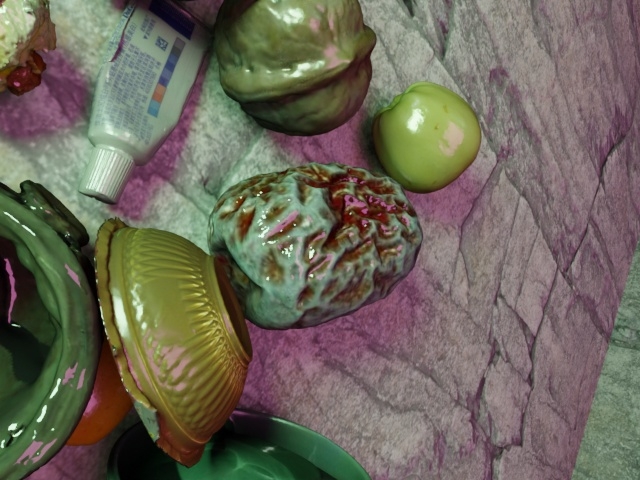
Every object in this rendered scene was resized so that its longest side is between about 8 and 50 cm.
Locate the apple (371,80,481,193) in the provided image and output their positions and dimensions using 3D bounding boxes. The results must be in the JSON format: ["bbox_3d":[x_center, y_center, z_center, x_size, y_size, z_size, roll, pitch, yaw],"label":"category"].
[{"bbox_3d":[0.191,-0.181,0.800,0.199,0.200,0.200,-5,98,-40],"label":"apple"}]

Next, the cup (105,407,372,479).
[{"bbox_3d":[-0.089,0.435,0.550,0.400,0.310,0.393,14,90,-39],"label":"cup"}]

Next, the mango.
[{"bbox_3d":[-0.250,0.143,0.521,0.102,0.084,0.184,38,60,-32],"label":"mango"}]

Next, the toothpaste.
[{"bbox_3d":[-0.217,-0.176,0.536,0.099,0.068,0.283,56,44,-64],"label":"toothpaste"}]

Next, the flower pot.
[{"bbox_3d":[-0.327,0.054,0.357,0.301,0.213,0.302,-6,99,-40],"label":"flower pot"}]

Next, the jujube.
[{"bbox_3d":[0.000,0.000,0.635,0.316,0.226,0.226,-18,106,-39],"label":"jujube"}]

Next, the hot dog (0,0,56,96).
[{"bbox_3d":[-0.346,-0.221,0.393,0.146,0.103,0.213,-42,112,-5],"label":"hot dog"}]

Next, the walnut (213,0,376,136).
[{"bbox_3d":[-0.029,-0.240,0.579,0.224,0.224,0.225,-5,98,-40],"label":"walnut"}]

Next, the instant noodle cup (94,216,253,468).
[{"bbox_3d":[-0.136,0.088,0.484,0.090,0.274,0.274,-21,110,-6],"label":"instant noodle cup"}]
